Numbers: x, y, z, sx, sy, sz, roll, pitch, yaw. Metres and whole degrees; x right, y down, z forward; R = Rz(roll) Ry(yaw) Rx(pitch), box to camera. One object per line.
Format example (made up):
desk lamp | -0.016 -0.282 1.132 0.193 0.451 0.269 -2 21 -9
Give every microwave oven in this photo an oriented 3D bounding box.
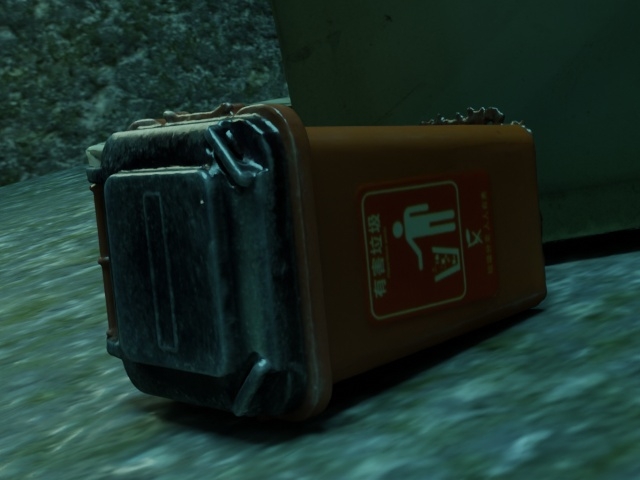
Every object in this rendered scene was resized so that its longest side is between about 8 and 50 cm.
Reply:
microwave oven | 0.179 -0.172 0.884 0.394 0.333 0.247 -9 14 10

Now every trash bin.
trash bin | 0.000 0.000 0.682 0.238 0.161 0.184 -10 7 -40

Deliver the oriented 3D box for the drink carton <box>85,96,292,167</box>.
drink carton | -0.043 -0.069 1.157 0.194 0.132 0.324 -1 13 43
